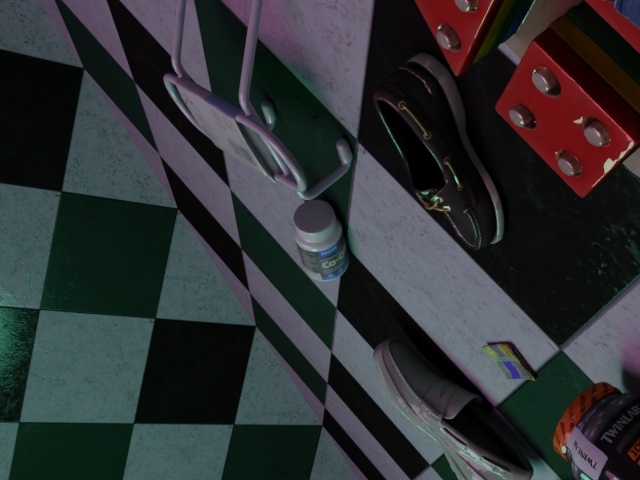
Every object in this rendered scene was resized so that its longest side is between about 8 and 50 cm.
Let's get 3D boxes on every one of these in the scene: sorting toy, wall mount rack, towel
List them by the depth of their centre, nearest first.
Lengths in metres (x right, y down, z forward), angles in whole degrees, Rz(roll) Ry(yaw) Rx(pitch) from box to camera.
[{"bbox_3d":[0.144,-0.164,0.499,0.255,0.089,0.257,49,165,11],"label":"sorting toy"},{"bbox_3d":[-0.101,-0.212,1.066,0.350,0.130,0.304,34,161,48],"label":"wall mount rack"},{"bbox_3d":[0.248,0.160,1.095,0.060,0.009,0.083,52,165,-4],"label":"towel"}]

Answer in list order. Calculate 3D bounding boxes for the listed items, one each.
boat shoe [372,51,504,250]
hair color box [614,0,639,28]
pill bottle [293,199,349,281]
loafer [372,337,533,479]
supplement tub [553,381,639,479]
[{"bbox_3d":[0.117,-0.073,0.828,0.081,0.068,0.228,30,154,55],"label":"boat shoe"},{"bbox_3d":[0.279,-0.040,0.223,0.347,0.174,0.105,46,163,20],"label":"hair color box"},{"bbox_3d":[0.000,0.000,1.326,0.078,0.078,0.137,43,163,30],"label":"pill bottle"},{"bbox_3d":[0.210,0.270,1.318,0.319,0.112,0.111,47,129,20],"label":"loafer"},{"bbox_3d":[0.329,0.227,0.806,0.190,0.117,0.117,37,159,42],"label":"supplement tub"}]
